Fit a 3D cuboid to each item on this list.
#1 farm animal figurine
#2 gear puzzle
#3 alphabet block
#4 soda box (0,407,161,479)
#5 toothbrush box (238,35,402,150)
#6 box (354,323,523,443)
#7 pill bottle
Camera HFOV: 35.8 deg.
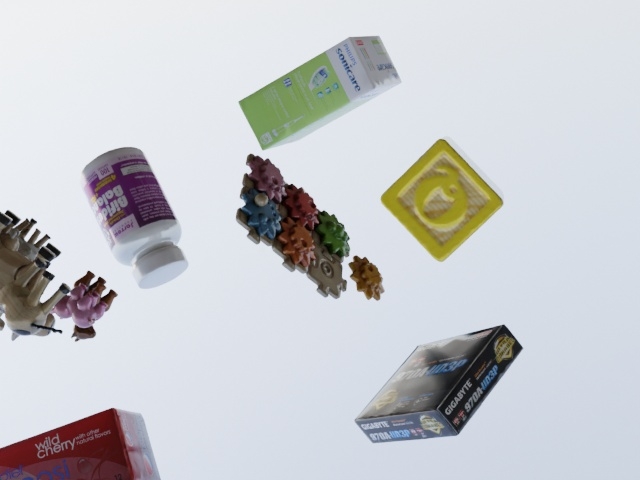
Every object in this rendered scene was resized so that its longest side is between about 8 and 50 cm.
[{"bbox_3d":[-0.529,0.086,1.752,0.326,0.172,0.330,40,179,11],"label":"farm animal figurine"},{"bbox_3d":[0.000,0.000,1.631,0.044,0.339,0.176,-30,-145,32],"label":"gear puzzle"},{"bbox_3d":[0.263,-0.093,2.109,0.193,0.192,0.197,45,-166,3],"label":"alphabet block"},{"bbox_3d":[-0.308,0.256,1.031,0.263,0.084,0.092,-20,164,5],"label":"soda box"},{"bbox_3d":[0.002,-0.311,2.080,0.283,0.122,0.206,-25,-178,24],"label":"toothbrush box"},{"bbox_3d":[0.167,0.210,1.426,0.175,0.051,0.220,-45,-170,-30],"label":"box"},{"bbox_3d":[-0.418,-0.048,2.254,0.169,0.169,0.302,-20,-108,-28],"label":"pill bottle"}]
